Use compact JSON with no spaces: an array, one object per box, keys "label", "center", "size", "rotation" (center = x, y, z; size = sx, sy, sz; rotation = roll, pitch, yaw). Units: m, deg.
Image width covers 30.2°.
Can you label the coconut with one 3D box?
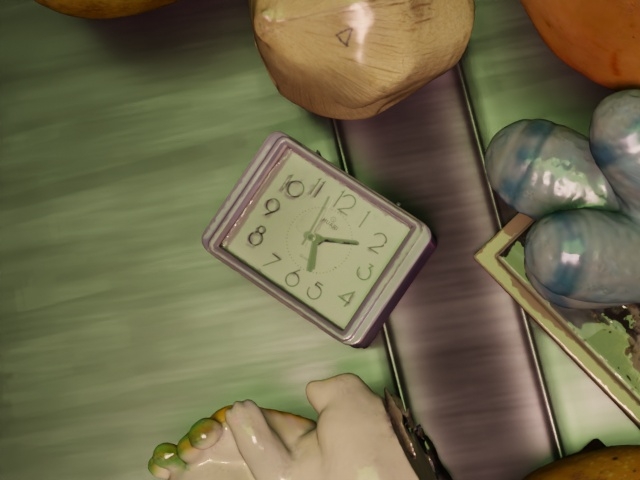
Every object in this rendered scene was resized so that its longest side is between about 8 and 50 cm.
[{"label":"coconut","center":[0.028,-0.217,1.119],"size":[0.224,0.224,0.224],"rotation":[-1,82,9]}]

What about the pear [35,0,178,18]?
[{"label":"pear","center":[-0.193,-0.366,1.140],"size":[0.304,0.304,0.303],"rotation":[-1,82,9]}]

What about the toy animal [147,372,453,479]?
[{"label":"toy animal","center":[-0.032,0.267,1.079],"size":[0.310,0.183,0.247],"rotation":[-30,79,4]}]

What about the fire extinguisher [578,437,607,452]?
[{"label":"fire extinguisher","center":[0.213,0.260,1.123],"size":[0.173,0.035,0.049],"rotation":[-42,117,1]}]

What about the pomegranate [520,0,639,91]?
[{"label":"pomegranate","center":[0.352,-0.313,0.996],"size":[0.412,0.411,0.411],"rotation":[-1,82,9]}]

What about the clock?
[{"label":"clock","center":[0.001,-0.001,1.166],"size":[0.193,0.073,0.144],"rotation":[33,89,12]}]

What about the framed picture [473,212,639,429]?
[{"label":"framed picture","center":[0.341,0.049,1.135],"size":[0.240,0.020,0.324],"rotation":[-42,78,1]}]

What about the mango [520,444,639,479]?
[{"label":"mango","center":[0.322,0.268,1.030],"size":[0.330,0.176,0.175],"rotation":[-1,74,8]}]

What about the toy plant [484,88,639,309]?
[{"label":"toy plant","center":[0.294,-0.012,1.031],"size":[0.332,0.247,0.247],"rotation":[30,88,13]}]
